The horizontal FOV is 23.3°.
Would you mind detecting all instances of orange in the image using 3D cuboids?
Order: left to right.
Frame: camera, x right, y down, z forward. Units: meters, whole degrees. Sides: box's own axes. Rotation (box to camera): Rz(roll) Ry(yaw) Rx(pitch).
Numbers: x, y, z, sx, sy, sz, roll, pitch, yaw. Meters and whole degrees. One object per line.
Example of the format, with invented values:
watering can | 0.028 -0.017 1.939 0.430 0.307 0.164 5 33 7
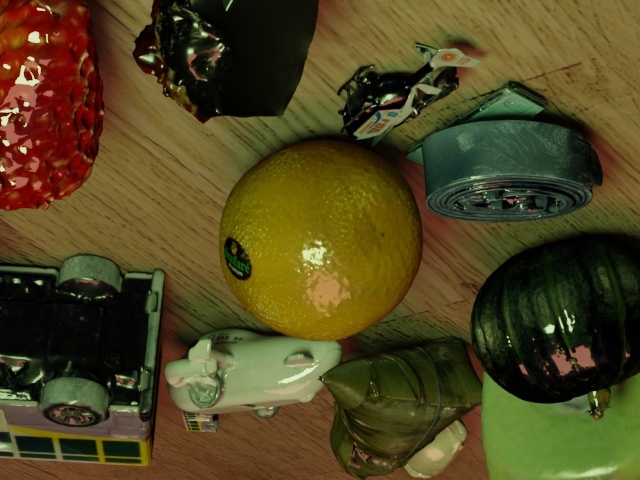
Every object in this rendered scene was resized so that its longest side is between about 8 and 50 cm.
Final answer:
orange | 0.000 0.000 1.675 0.236 0.236 0.236 3 149 2

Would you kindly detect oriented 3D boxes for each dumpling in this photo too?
dumpling | 0.144 0.273 2.251 0.134 0.100 0.169 41 168 8

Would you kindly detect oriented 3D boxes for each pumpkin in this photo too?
pumpkin | 0.300 0.107 1.837 0.250 0.216 0.250 -17 176 -1

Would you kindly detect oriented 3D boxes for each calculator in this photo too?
calculator | 0.162 -0.119 1.653 0.057 0.018 0.172 24 143 -30

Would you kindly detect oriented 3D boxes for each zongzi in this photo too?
zongzi | 0.046 0.233 2.051 0.274 0.125 0.251 -2 145 -41

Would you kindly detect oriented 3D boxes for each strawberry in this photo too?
strawberry | -0.290 -0.155 1.490 0.205 0.205 0.244 15 136 -19

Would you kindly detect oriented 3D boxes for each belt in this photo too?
belt | 0.203 -0.068 1.647 0.190 0.082 0.141 3 161 -19

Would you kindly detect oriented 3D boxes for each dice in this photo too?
dice | 0.357 0.252 2.023 0.252 0.254 0.249 -8 144 21

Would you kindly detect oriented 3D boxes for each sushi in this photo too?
sushi | -0.090 -0.192 1.418 0.153 0.172 0.150 -3 180 -36

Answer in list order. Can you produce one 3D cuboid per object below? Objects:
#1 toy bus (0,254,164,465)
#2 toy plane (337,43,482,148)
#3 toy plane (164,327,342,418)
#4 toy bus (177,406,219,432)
toy bus | -0.425 0.157 1.993 0.440 0.209 0.249 3 150 -2
toy plane | 0.079 -0.150 1.588 0.078 0.053 0.197 13 149 -30
toy plane | -0.089 0.169 2.057 0.267 0.122 0.267 -6 163 -2
toy bus | -0.177 0.237 2.245 0.058 0.052 0.102 0 150 4
